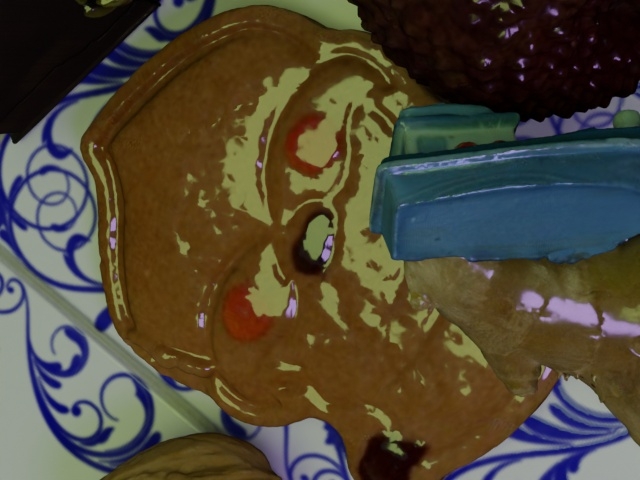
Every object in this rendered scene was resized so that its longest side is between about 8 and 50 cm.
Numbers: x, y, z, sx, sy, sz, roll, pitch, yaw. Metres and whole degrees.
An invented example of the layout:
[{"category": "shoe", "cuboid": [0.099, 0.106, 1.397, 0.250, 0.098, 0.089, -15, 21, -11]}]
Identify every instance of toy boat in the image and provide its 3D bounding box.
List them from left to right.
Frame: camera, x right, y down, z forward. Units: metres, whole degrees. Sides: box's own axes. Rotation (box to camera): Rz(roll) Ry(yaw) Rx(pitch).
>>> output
[{"category": "toy boat", "cuboid": [0.151, -0.048, 1.060, 0.238, 0.109, 0.098, -3, 55, -6]}]

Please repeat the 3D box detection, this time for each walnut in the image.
[{"category": "walnut", "cuboid": [-0.116, 0.250, 1.306, 0.207, 0.159, 0.159, -34, 86, 19]}]

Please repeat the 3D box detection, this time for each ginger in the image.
[{"category": "ginger", "cuboid": [0.255, 0.080, 1.169, 0.348, 0.122, 0.363, -13, 101, 3]}]

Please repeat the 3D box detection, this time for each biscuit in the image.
[{"category": "biscuit", "cuboid": [0.000, 0.000, 1.287, 0.455, 0.078, 0.349, 27, 100, 13]}]

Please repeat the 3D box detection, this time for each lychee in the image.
[{"category": "lychee", "cuboid": [0.147, -0.222, 1.102, 0.304, 0.276, 0.275, 30, 106, 34]}]

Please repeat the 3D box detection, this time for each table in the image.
[{"category": "table", "cuboid": [-0.320, -0.226, 1.241, 0.196, 0.282, 0.250, -39, 85, 17]}]

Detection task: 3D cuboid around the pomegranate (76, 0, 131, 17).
[{"category": "pomegranate", "cuboid": [-0.094, -0.269, 1.201, 0.190, 0.241, 0.159, -25, 120, 25]}]
